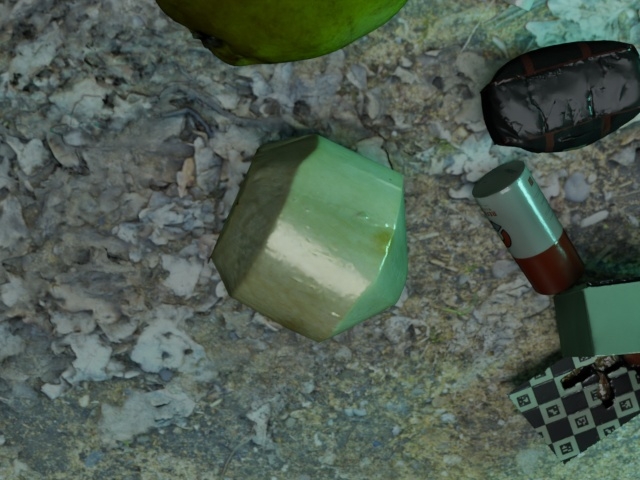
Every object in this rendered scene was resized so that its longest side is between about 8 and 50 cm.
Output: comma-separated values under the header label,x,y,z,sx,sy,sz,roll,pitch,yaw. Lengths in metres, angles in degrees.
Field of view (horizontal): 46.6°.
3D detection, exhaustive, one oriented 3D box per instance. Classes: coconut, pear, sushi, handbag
label,x,y,z,sx,sy,sz,roll,pitch,yaw
coconut,0.000,0.000,1.142,0.322,0.323,0.323,1,114,2
pear,-0.031,-0.414,0.937,0.413,0.352,0.352,-41,107,20
sushi,0.503,0.260,1.365,0.279,0.043,0.192,-37,104,9
handbag,0.350,-0.209,1.098,0.215,0.169,0.155,-13,99,9

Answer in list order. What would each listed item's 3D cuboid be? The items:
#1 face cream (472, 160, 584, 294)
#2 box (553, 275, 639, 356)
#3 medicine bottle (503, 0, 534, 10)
label,x,y,z,sx,sy,sz,roll,pitch,yaw
face cream,0.344,-0.018,1.221,0.095,0.096,0.214,-32,109,14
box,0.516,0.119,1.196,0.225,0.225,0.118,-7,81,5
medicine bottle,0.305,-0.385,1.084,0.052,0.052,0.089,20,113,-7
